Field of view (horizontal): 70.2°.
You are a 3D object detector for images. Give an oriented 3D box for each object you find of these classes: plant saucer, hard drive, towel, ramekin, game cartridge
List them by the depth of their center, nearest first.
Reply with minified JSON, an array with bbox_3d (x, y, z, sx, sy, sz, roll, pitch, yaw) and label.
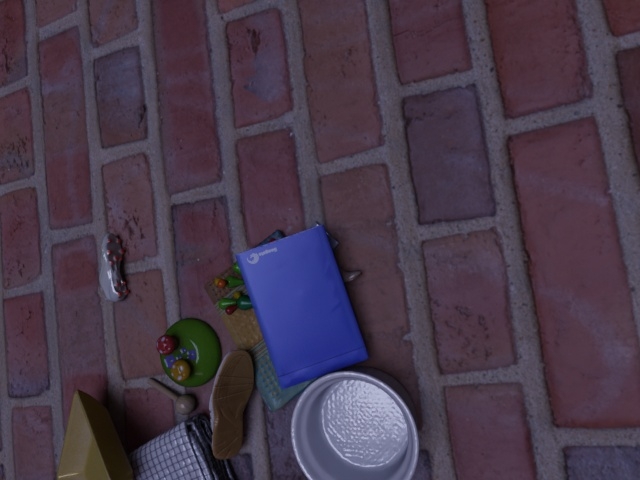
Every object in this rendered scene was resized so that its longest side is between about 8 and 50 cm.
[{"bbox_3d":[0.086,0.416,1.008,0.277,0.135,0.278,-1,87,19],"label":"ramekin"},{"bbox_3d":[-0.041,0.147,1.029,0.210,0.040,0.319,-19,90,-1],"label":"hard drive"},{"bbox_3d":[0.000,0.000,1.121,0.083,0.017,0.056,42,104,16],"label":"game cartridge"},{"bbox_3d":[-0.108,0.196,1.138,0.271,0.040,0.370,-36,75,13],"label":"towel"},{"bbox_3d":[-0.341,0.620,1.154,0.235,0.121,0.284,-33,76,13],"label":"towel"},{"bbox_3d":[-0.584,0.613,1.184,0.332,0.080,0.333,37,115,41],"label":"plant saucer"}]

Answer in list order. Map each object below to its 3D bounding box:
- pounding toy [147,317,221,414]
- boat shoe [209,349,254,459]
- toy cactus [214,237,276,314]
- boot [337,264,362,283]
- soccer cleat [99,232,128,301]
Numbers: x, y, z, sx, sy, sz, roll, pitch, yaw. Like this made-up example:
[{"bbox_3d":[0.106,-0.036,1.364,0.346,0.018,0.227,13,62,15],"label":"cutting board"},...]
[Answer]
[{"bbox_3d":[-0.374,0.323,1.181,0.182,0.110,0.237,27,95,18],"label":"pounding toy"},{"bbox_3d":[-0.234,0.394,1.133,0.098,0.096,0.277,8,97,-25],"label":"boat shoe"},{"bbox_3d":[-0.147,0.118,1.094,0.219,0.112,0.180,-41,84,2],"label":"toy cactus"},{"bbox_3d":[0.030,0.069,1.090,0.118,0.042,0.087,-30,85,21],"label":"boot"},{"bbox_3d":[-0.601,0.079,1.295,0.076,0.068,0.196,-11,87,21],"label":"soccer cleat"}]
